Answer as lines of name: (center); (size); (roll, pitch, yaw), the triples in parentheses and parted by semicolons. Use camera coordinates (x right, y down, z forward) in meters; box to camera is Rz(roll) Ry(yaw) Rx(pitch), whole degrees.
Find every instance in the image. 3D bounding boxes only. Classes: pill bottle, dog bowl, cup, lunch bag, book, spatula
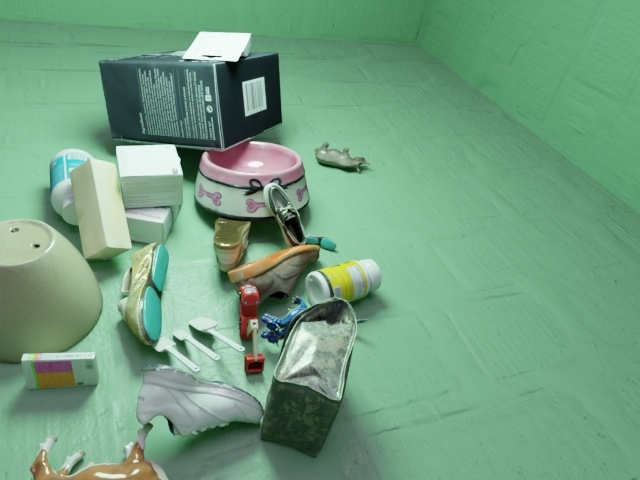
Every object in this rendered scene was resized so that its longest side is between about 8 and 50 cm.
pill bottle: (-0.767, -0.163, 1.566); (0.146, 0.146, 0.264); (-7, 43, -24)
dog bowl: (-0.235, -0.224, 1.731); (0.408, 0.150, 0.408); (4, 29, -2)
cup: (-0.713, 0.090, 1.202); (0.331, 0.237, 0.331); (8, 39, -7)
lunch bag: (-0.019, 0.295, 1.153); (0.169, 0.235, 0.287); (19, 39, 4)
book: (-0.576, 0.288, 1.111); (0.144, 0.096, 0.035); (2, 40, -14)
pill bottle: (0.071, 0.126, 1.479); (0.208, 0.119, 0.119); (-14, 46, -31)
spatula: (-0.302, 0.250, 1.223); (0.168, 0.019, 0.242); (-16, 19, -39)

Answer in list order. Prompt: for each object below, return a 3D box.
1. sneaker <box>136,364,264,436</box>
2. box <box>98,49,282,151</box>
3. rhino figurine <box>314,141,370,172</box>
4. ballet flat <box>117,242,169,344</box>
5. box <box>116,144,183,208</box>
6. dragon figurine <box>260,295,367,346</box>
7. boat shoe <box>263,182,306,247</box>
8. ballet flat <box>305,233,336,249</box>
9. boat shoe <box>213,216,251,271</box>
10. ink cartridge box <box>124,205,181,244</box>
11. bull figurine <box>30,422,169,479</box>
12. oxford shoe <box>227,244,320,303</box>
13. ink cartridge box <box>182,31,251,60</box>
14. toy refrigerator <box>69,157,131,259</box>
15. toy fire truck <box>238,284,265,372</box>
sneaker: (-0.260, 0.360, 1.078); (0.297, 0.111, 0.129); (25, 67, -28)
box: (-0.457, -0.545, 1.874); (0.471, 0.297, 0.480); (7, 26, 20)
rhino figurine: (0.091, -0.344, 2.096); (0.243, 0.073, 0.106); (14, 35, -1)
ballet flat: (-0.475, 0.144, 1.319); (0.123, 0.123, 0.348); (3, 40, -13)
box: (-0.531, -0.202, 1.554); (0.182, 0.119, 0.181); (-6, 41, -22)
dragon figurine: (-0.022, 0.237, 1.338); (0.289, 0.085, 0.144); (17, 39, -10)
boat shoe: (-0.104, -0.082, 1.560); (0.077, 0.070, 0.219); (-31, 100, -25)
ballet flat: (0.000, 0.000, 1.679); (0.114, 0.041, 0.041); (14, 39, 0)
boat shoe: (-0.277, 0.000, 1.552); (0.109, 0.098, 0.302); (3, 21, -5)
ink cartridge box: (-0.548, -0.097, 1.592); (0.160, 0.093, 0.219); (9, 38, -5)
bull figurine: (-0.398, 0.461, 0.951); (0.310, 0.101, 0.188); (3, 32, -22)
oxford shoe: (-0.118, 0.102, 1.482); (0.363, 0.130, 0.133); (-21, 92, -49)
ink cartridge box: (-0.347, -0.642, 1.700); (0.189, 0.066, 0.232); (3, 47, 3)
toy refrigerator: (-0.631, -0.088, 1.436); (0.094, 0.102, 0.270); (9, 61, -61)
toy fire truck: (-0.177, 0.223, 1.275); (0.047, 0.192, 0.135); (-1, 13, -18)
